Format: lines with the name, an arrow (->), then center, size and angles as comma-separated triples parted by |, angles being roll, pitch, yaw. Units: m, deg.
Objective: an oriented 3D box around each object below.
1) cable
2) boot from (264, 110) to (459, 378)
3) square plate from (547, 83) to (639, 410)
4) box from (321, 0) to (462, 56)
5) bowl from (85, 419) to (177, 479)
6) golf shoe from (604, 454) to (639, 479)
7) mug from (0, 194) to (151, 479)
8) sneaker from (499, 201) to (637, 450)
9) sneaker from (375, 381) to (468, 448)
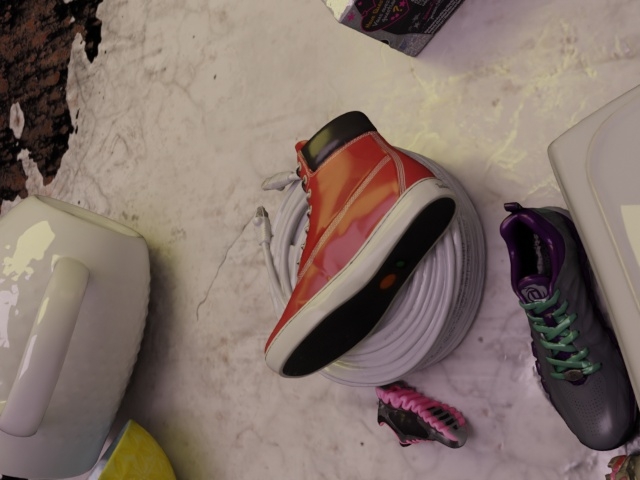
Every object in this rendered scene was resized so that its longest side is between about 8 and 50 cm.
cable -> 0.051, 0.026, 0.828 | 0.257, 0.089, 0.257 | -18, 74, 37
boot -> 0.000, 0.000, 0.762 | 0.244, 0.088, 0.176 | -52, 55, 13
square plate -> 0.339, -0.040, 0.537 | 0.347, 0.049, 0.344 | -35, 44, 33
box -> 0.048, -0.349, 0.839 | 0.163, 0.142, 0.247 | -48, 56, 27
bowl -> -0.262, 0.394, 0.996 | 0.156, 0.289, 0.289 | 34, 114, -7
golf shoe -> 0.287, 0.258, 0.603 | 0.085, 0.067, 0.186 | -22, 70, 36
mug -> -0.369, 0.124, 1.036 | 0.328, 0.276, 0.374 | -68, 19, 1
sneaker -> 0.203, 0.075, 0.678 | 0.083, 0.098, 0.224 | -26, 68, 37
sneaker -> 0.101, 0.191, 0.796 | 0.119, 0.047, 0.057 | 22, 106, 48
